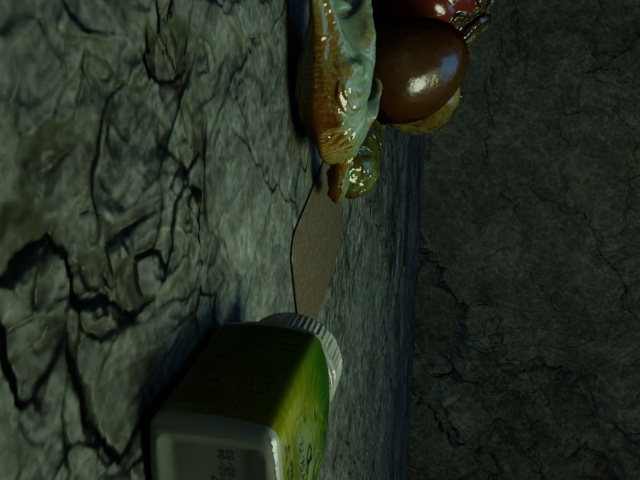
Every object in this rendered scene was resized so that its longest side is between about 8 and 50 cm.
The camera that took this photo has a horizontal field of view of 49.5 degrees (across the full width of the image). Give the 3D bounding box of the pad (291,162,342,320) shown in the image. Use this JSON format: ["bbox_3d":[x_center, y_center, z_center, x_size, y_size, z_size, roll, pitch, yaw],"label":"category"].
[{"bbox_3d":[0.000,0.000,0.881,0.266,0.002,0.176,-70,160,-53],"label":"pad"}]

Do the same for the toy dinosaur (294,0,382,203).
[{"bbox_3d":[0.014,-0.200,0.703,0.393,0.092,0.205,73,28,-65],"label":"toy dinosaur"}]

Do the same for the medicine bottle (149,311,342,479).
[{"bbox_3d":[-0.044,0.132,0.505,0.188,0.088,0.132,-58,150,-65],"label":"medicine bottle"}]

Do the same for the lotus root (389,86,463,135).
[{"bbox_3d":[0.196,-0.281,1.354,0.257,0.154,0.140,-75,144,-69],"label":"lotus root"}]

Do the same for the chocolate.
[{"bbox_3d":[0.127,-0.250,0.990,0.177,0.176,0.177,4,90,-78],"label":"chocolate"}]

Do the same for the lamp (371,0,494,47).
[{"bbox_3d":[0.177,-0.400,1.134,0.227,0.227,0.227,4,90,-78],"label":"lamp"}]

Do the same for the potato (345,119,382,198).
[{"bbox_3d":[0.068,-0.139,1.036,0.198,0.054,0.119,-67,154,-60],"label":"potato"}]

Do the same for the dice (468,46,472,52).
[{"bbox_3d":[0.222,-0.465,1.377,0.179,0.174,0.175,57,40,-72],"label":"dice"}]
